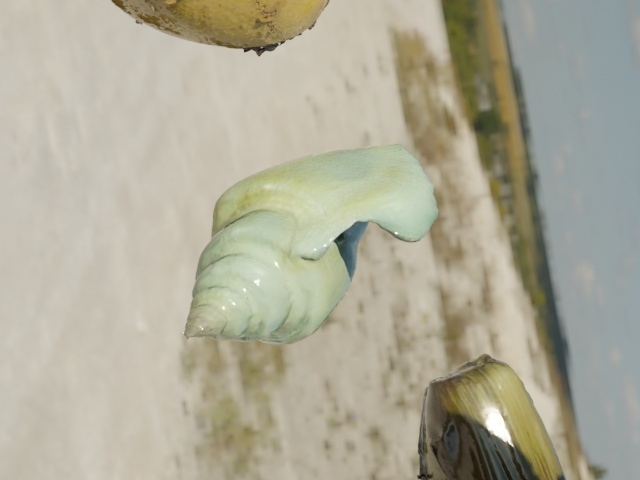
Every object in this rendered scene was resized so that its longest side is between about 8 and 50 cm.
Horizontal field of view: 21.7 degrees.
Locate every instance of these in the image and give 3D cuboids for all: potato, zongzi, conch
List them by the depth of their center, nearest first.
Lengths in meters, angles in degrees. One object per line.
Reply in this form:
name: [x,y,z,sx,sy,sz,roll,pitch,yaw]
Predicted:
potato: [-0.040,-0.082,0.493,0.036,0.093,0.037,162,-51,-75]
conch: [-0.006,-0.004,0.659,0.065,0.088,0.180,48,36,-3]
zongzi: [0.145,0.215,1.191,0.242,0.112,0.221,-134,-152,-70]
